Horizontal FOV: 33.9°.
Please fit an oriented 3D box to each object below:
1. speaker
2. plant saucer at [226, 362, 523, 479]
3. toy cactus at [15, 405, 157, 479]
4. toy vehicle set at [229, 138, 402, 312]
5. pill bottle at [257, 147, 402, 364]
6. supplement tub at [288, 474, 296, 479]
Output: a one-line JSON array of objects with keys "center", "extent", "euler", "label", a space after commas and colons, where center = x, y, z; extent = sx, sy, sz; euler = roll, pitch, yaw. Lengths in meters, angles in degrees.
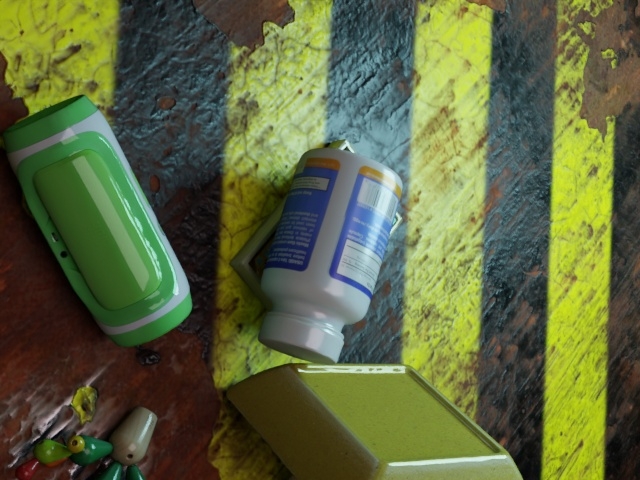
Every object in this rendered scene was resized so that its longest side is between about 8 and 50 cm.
[{"center": [-0.268, -0.021, 1.282], "extent": [0.131, 0.131, 0.296], "euler": [-36, 110, -33], "label": "speaker"}, {"center": [0.091, 0.260, 1.427], "extent": [0.333, 0.333, 0.081], "euler": [5, 114, -38], "label": "plant saucer"}, {"center": [-0.258, 0.287, 1.307], "extent": [0.219, 0.112, 0.180], "euler": [41, 55, -21], "label": "toy cactus"}, {"center": [0.000, 0.000, 1.550], "extent": [0.166, 0.035, 0.267], "euler": [52, 60, -25], "label": "toy vehicle set"}, {"center": [0.006, 0.024, 1.434], "extent": [0.152, 0.152, 0.272], "euler": [27, 73, -35], "label": "pill bottle"}, {"center": [0.120, 0.414, 1.509], "extent": [0.316, 0.228, 0.228], "euler": [6, 85, -38], "label": "supplement tub"}]
